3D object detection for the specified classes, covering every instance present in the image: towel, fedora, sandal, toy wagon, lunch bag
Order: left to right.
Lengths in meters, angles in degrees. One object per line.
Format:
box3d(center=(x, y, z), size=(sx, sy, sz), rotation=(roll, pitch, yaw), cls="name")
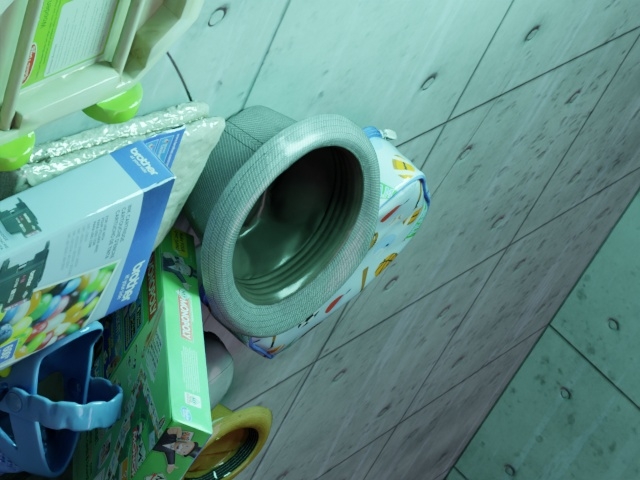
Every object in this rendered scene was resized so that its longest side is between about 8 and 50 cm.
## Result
box3d(center=(-0.301, 0.185, 1.768), size=(0.126, 0.138, 0.317), rotation=(-20, 158, -50), cls="sandal")
box3d(center=(-0.211, -0.170, 1.352), size=(0.344, 0.068, 0.267), rotation=(-29, 155, -40), cls="toy wagon")
box3d(center=(-0.219, -0.035, 1.652), size=(0.282, 0.049, 0.187), rotation=(-20, 148, -50), cls="towel")
box3d(center=(-0.154, 0.268, 2.377), size=(0.194, 0.079, 0.194), rotation=(-34, 154, -19), cls="fedora")
box3d(center=(-0.058, -0.039, 1.858), size=(0.244, 0.124, 0.275), rotation=(-45, 150, -12), cls="fedora")
box3d(center=(0.000, 0.000, 2.071), size=(0.303, 0.115, 0.243), rotation=(-45, 166, -2), cls="lunch bag")

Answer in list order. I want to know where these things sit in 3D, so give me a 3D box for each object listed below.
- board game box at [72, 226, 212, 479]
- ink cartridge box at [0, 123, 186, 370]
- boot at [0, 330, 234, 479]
box3d(center=(-0.187, 0.156, 1.792), size=(0.046, 0.317, 0.213), rotation=(23, 120, -22), cls="board game box")
box3d(center=(-0.240, 0.022, 1.567), size=(0.311, 0.065, 0.185), rotation=(-31, 156, -38), cls="ink cartridge box")
box3d(center=(-0.182, 0.249, 1.908), size=(0.338, 0.223, 0.118), rotation=(-41, 124, -18), cls="boot")
